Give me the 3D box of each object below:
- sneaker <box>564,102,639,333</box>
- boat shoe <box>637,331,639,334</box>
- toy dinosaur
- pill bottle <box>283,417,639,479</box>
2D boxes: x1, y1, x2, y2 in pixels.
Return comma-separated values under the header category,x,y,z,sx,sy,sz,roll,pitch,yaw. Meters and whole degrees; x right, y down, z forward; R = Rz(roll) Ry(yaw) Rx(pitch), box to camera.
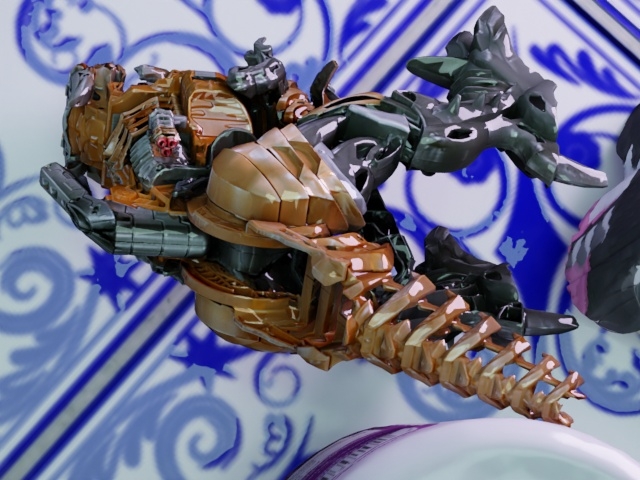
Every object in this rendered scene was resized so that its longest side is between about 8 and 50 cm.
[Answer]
category,x,y,z,sx,sy,sz,roll,pitch,yaw
sneaker,0.186,-0.013,0.800,0.077,0.072,0.178,41,48,-10
boat shoe,0.200,0.045,0.838,0.137,0.049,0.043,28,123,-5
toy dinosaur,0.000,0.000,0.725,0.218,0.164,0.322,-7,50,-34
pill bottle,0.048,0.160,0.674,0.169,0.301,0.169,1,83,-5
